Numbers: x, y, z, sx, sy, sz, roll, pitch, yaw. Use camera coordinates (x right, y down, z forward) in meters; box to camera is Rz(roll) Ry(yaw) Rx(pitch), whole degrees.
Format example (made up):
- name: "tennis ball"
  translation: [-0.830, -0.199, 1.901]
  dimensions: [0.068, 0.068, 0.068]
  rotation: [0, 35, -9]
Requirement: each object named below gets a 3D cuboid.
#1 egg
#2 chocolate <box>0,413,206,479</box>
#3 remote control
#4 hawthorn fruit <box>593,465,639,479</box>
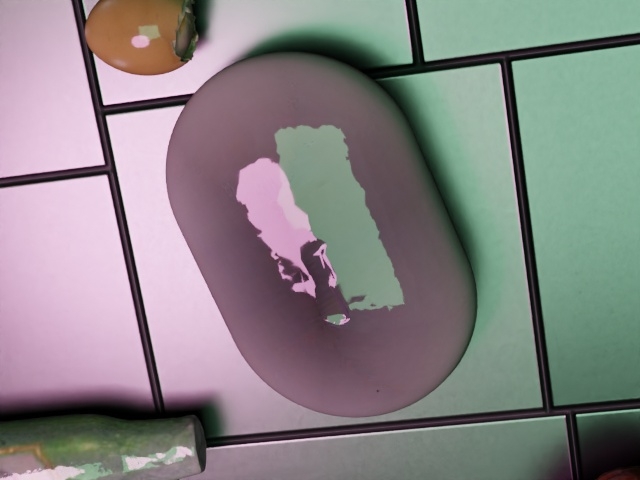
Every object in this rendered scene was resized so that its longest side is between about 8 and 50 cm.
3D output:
- name: "egg"
  translation: [-0.149, -0.177, 1.194]
  dimensions: [0.096, 0.080, 0.080]
  rotation: [8, 108, 12]
- name: "chocolate"
  translation: [-0.248, 0.208, 1.319]
  dimensions: [0.291, 0.110, 0.110]
  rotation: [-9, 105, 8]
- name: "remote control"
  translation: [0.000, 0.000, 1.214]
  dimensions: [0.221, 0.103, 0.332]
  rotation: [-19, 103, 19]
- name: "hawthorn fruit"
  translation: [0.263, 0.286, 1.235]
  dimensions: [0.173, 0.173, 0.172]
  rotation: [2, 107, 7]
